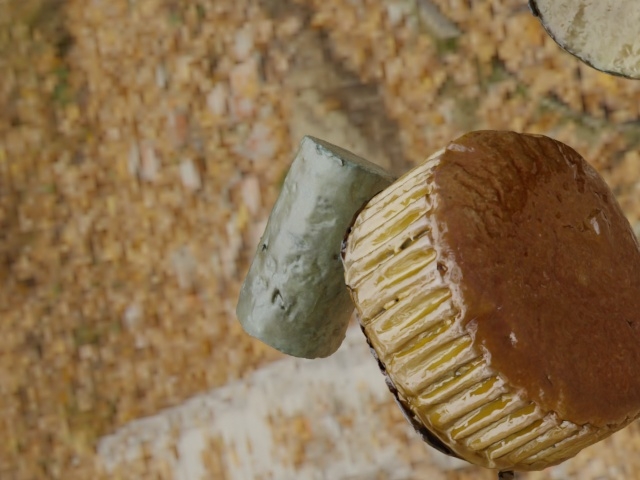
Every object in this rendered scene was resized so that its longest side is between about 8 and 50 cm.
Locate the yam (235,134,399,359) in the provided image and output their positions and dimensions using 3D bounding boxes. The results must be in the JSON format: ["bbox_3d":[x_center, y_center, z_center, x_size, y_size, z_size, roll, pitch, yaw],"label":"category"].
[{"bbox_3d":[0.000,0.000,1.484,0.107,0.107,0.194,56,131,53],"label":"yam"}]

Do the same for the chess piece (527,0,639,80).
[{"bbox_3d":[0.209,-0.156,1.070,0.301,0.137,0.137,-12,-88,-79],"label":"chess piece"}]

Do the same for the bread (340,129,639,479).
[{"bbox_3d":[0.116,0.030,0.972,0.104,0.199,0.199,-39,60,45],"label":"bread"}]
